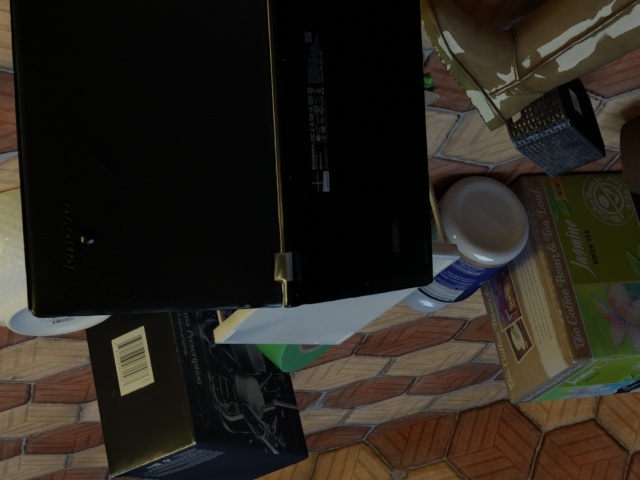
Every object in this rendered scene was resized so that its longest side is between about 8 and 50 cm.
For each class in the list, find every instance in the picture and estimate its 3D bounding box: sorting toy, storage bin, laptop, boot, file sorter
[{"bbox_3d":[0.131,-0.201,1.946,0.062,0.012,0.083,13,150,-41],"label":"sorting toy"},{"bbox_3d":[0.317,-0.174,1.971,0.084,0.122,0.180,-21,158,22],"label":"storage bin"},{"bbox_3d":[-0.092,-0.124,1.544,0.236,0.382,0.408,0,-176,39],"label":"laptop"},{"bbox_3d":[0.274,-0.278,1.736,0.269,0.089,0.236,-31,135,13],"label":"boot"},{"bbox_3d":[0.000,0.000,1.784,0.192,0.173,0.277,3,153,-34],"label":"file sorter"}]

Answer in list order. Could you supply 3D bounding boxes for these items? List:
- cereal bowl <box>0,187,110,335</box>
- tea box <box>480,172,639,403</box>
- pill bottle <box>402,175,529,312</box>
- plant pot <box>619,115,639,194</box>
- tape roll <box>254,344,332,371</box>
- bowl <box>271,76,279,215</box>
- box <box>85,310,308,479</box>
[{"bbox_3d":[-0.389,0.046,2.094,0.338,0.141,0.339,-12,158,-5],"label":"cereal bowl"},{"bbox_3d":[0.460,0.077,2.407,0.323,0.329,0.220,-4,158,-25],"label":"tea box"},{"bbox_3d":[0.220,0.015,2.353,0.153,0.153,0.265,-4,158,-23],"label":"pill bottle"},{"bbox_3d":[0.575,-0.136,2.145,0.230,0.215,0.215,-7,163,24],"label":"plant pot"},{"bbox_3d":[0.024,0.062,2.228,0.321,0.077,0.321,-43,163,-16],"label":"tape roll"},{"bbox_3d":[-0.079,-0.133,1.825,0.297,0.134,0.298,-11,158,-5],"label":"bowl"},{"bbox_3d":[-0.206,0.209,2.333,0.179,0.343,0.312,-24,157,26],"label":"box"}]
